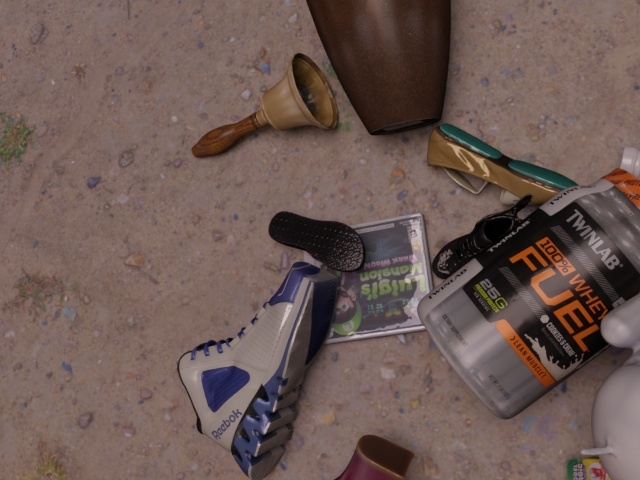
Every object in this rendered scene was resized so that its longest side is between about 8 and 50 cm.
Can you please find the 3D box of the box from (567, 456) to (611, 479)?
[{"bbox_3d":[0.403,0.326,1.005,0.179,0.043,0.105,-5,78,26],"label":"box"}]

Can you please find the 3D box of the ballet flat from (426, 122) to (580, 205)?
[{"bbox_3d":[0.256,-0.091,1.147,0.232,0.080,0.073,30,118,24],"label":"ballet flat"}]

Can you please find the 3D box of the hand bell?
[{"bbox_3d":[-0.106,-0.185,1.277,0.242,0.126,0.126,-23,72,26],"label":"hand bell"}]

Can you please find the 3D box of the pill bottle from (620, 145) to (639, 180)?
[{"bbox_3d":[0.461,-0.094,1.071,0.116,0.065,0.065,13,83,20],"label":"pill bottle"}]

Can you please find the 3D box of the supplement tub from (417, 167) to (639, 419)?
[{"bbox_3d":[0.298,0.064,1.025,0.316,0.193,0.193,-40,70,7],"label":"supplement tub"}]

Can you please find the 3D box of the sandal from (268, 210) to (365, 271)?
[{"bbox_3d":[0.000,0.000,1.203,0.179,0.040,0.067,22,81,36],"label":"sandal"}]

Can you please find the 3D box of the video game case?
[{"bbox_3d":[0.071,0.058,1.193,0.190,0.022,0.173,-10,76,16],"label":"video game case"}]

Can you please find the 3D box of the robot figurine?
[{"bbox_3d":[0.443,0.176,0.879,0.353,0.199,0.300,-34,73,-18],"label":"robot figurine"}]

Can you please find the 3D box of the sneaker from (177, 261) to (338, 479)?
[{"bbox_3d":[-0.110,0.168,1.164,0.182,0.127,0.315,22,96,22],"label":"sneaker"}]

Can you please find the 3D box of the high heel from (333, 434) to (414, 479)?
[{"bbox_3d":[0.179,0.416,1.063,0.377,0.127,0.181,31,118,17],"label":"high heel"}]

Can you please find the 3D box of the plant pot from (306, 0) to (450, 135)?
[{"bbox_3d":[0.100,-0.277,1.171,0.215,0.215,0.230,-11,90,16],"label":"plant pot"}]

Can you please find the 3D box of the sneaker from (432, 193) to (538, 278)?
[{"bbox_3d":[0.226,-0.003,1.118,0.170,0.089,0.051,-28,72,11],"label":"sneaker"}]
